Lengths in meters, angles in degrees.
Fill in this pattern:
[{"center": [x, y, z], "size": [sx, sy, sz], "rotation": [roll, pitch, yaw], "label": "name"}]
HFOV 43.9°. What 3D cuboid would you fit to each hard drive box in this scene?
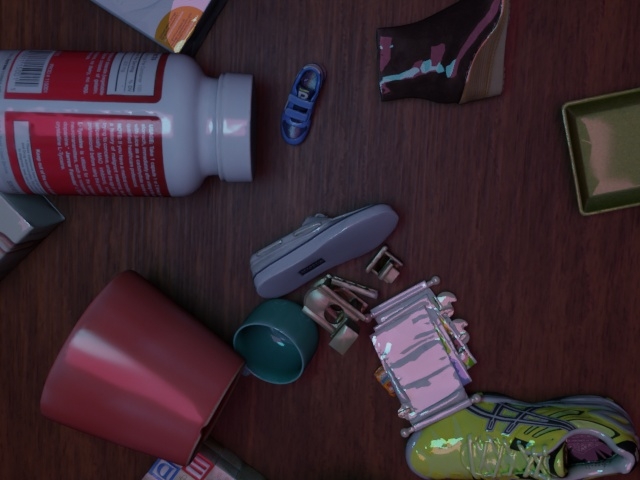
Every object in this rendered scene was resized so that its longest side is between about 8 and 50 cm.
[{"center": [-0.275, -0.434, 1.308], "size": [0.232, 0.089, 0.181], "rotation": [32, 97, 1], "label": "hard drive box"}]

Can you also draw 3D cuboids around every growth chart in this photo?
[{"center": [0.177, 0.192, 1.344], "size": [0.172, 0.021, 0.237], "rotation": [-20, 82, 0], "label": "growth chart"}]

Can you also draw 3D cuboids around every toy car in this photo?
[{"center": [0.156, 0.230, 1.369], "size": [0.122, 0.040, 0.060], "rotation": [-23, 94, 7], "label": "toy car"}]

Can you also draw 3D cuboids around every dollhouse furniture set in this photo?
[{"center": [0.050, 0.073, 1.289], "size": [0.101, 0.182, 0.161], "rotation": [38, 98, 0], "label": "dollhouse furniture set"}]

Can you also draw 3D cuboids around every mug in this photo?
[{"center": [-0.079, 0.163, 1.346], "size": [0.158, 0.097, 0.129], "rotation": [-2, 120, 29], "label": "mug"}]

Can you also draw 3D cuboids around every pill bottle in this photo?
[{"center": [-0.309, -0.183, 1.260], "size": [0.408, 0.229, 0.228], "rotation": [1, 96, -1], "label": "pill bottle"}]

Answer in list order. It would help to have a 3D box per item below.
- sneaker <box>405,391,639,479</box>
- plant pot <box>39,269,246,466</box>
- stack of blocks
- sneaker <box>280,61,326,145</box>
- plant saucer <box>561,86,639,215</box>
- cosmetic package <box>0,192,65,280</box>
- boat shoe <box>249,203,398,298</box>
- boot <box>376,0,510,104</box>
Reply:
[{"center": [0.330, 0.333, 1.314], "size": [0.385, 0.147, 0.145], "rotation": [-10, 97, 7], "label": "sneaker"}, {"center": [-0.271, 0.220, 1.282], "size": [0.243, 0.275, 0.274], "rotation": [29, 97, 3], "label": "plant pot"}, {"center": [-0.174, 0.480, 1.398], "size": [0.297, 0.087, 0.171], "rotation": [36, 98, 0], "label": "stack of blocks"}, {"center": [-0.033, -0.230, 1.326], "size": [0.053, 0.059, 0.144], "rotation": [17, 98, 0], "label": "sneaker"}, {"center": [0.498, -0.150, 1.300], "size": [0.189, 0.045, 0.188], "rotation": [-11, 95, 5], "label": "plant saucer"}, {"center": [-0.602, 0.023, 1.352], "size": [0.296, 0.153, 0.129], "rotation": [-42, 92, 9], "label": "cosmetic package"}, {"center": [0.000, 0.000, 1.335], "size": [0.268, 0.096, 0.088], "rotation": [-32, 54, 13], "label": "boat shoe"}, {"center": [0.194, -0.344, 1.279], "size": [0.207, 0.090, 0.248], "rotation": [0, 100, 2], "label": "boot"}]
